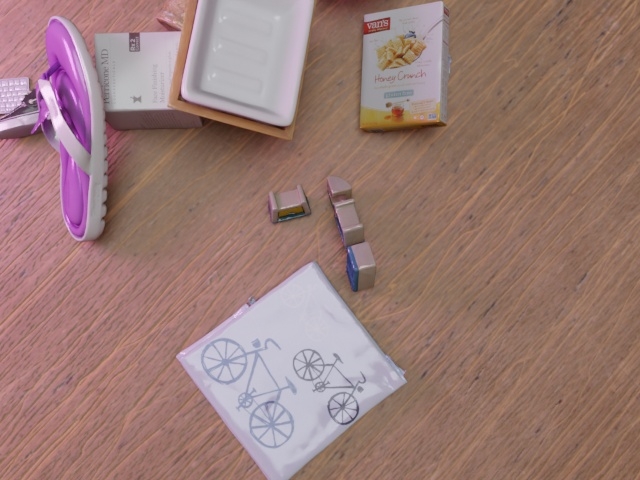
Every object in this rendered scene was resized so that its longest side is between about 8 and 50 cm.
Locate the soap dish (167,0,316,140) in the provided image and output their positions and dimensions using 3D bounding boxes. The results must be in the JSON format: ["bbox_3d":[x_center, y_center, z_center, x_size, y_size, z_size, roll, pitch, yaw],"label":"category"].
[{"bbox_3d":[-0.141,-0.340,1.358,0.229,0.118,0.290,13,81,-20],"label":"soap dish"}]

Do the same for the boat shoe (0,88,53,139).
[{"bbox_3d":[-0.542,-0.258,1.477,0.219,0.078,0.070,-22,88,-13],"label":"boat shoe"}]

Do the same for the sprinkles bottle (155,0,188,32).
[{"bbox_3d":[-0.186,-0.555,1.481,0.121,0.121,0.355,30,90,-1],"label":"sprinkles bottle"}]

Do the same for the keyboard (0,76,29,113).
[{"bbox_3d":[-0.704,-0.277,1.495,0.256,0.014,0.072,-6,86,-4],"label":"keyboard"}]

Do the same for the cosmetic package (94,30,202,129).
[{"bbox_3d":[-0.325,-0.303,1.452,0.184,0.151,0.151,-3,85,-4],"label":"cosmetic package"}]

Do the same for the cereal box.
[{"bbox_3d":[0.166,-0.340,1.500,0.173,0.047,0.240,-1,84,30],"label":"cereal box"}]

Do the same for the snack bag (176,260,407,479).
[{"bbox_3d":[-0.053,0.249,1.480,0.343,0.037,0.323,-38,89,-5],"label":"snack bag"}]

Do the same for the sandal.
[{"bbox_3d":[-0.463,-0.190,1.370,0.102,0.169,0.416,-17,112,-40],"label":"sandal"}]

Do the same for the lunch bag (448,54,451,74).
[{"bbox_3d":[0.223,-0.351,1.541,0.083,0.053,0.071,10,89,-6],"label":"lunch bag"}]

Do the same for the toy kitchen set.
[{"bbox_3d":[0.000,0.000,1.484,0.166,0.122,0.207,-14,66,-4],"label":"toy kitchen set"}]
